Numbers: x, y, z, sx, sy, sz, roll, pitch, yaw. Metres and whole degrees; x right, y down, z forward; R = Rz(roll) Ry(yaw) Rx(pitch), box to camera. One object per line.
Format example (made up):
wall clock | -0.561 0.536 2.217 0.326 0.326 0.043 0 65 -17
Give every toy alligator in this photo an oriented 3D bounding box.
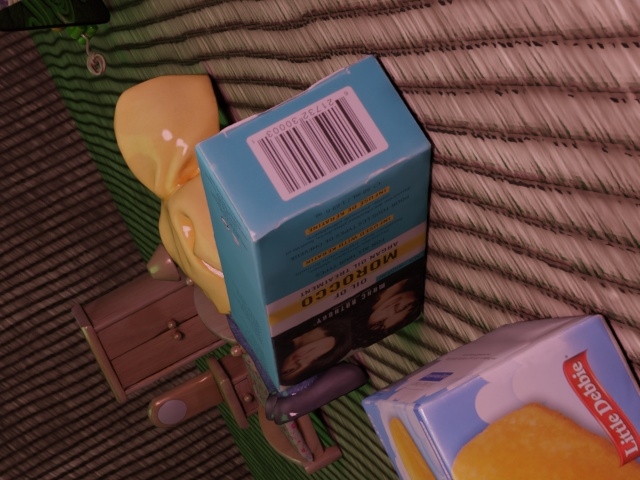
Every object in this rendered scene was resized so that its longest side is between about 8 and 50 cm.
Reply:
toy alligator | -0.255 -0.242 1.882 0.051 0.056 0.189 1 -131 -51

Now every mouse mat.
mouse mat | -0.305 -0.288 1.787 0.007 0.153 0.189 -42 70 40

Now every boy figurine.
boy figurine | -0.070 0.003 1.403 0.285 0.092 0.177 63 171 0

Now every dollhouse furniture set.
dollhouse furniture set | -0.102 0.173 1.823 0.355 0.174 0.303 52 167 51

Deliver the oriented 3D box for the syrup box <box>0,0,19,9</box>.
syrup box | -0.257 -0.227 1.307 0.096 0.237 0.093 57 170 33

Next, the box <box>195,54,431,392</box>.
box | 0.000 0.000 0.955 0.060 0.101 0.244 59 171 20

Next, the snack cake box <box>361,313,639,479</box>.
snack cake box | 0.124 0.167 0.782 0.264 0.089 0.152 63 170 1
